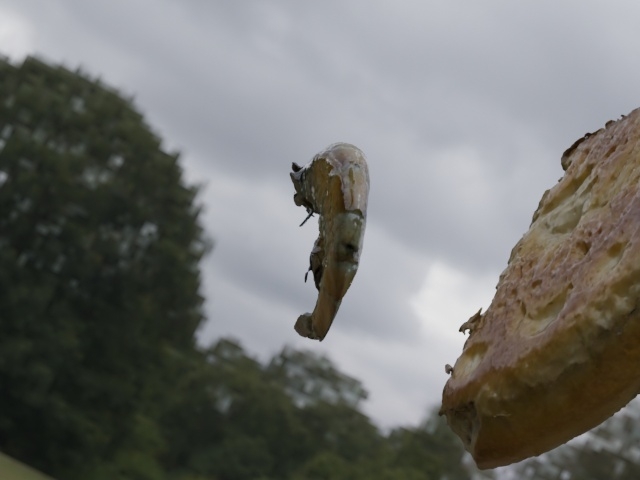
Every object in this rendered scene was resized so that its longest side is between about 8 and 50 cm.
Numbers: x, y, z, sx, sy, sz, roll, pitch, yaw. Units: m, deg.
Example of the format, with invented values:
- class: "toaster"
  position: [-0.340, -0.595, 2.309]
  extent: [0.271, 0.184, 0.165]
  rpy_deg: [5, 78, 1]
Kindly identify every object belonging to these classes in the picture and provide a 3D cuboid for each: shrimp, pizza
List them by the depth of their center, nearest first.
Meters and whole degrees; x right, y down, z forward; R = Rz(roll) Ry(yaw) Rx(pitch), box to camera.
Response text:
- class: "pizza"
  position: [0.192, -0.003, 1.057]
  extent: [0.086, 0.335, 0.226]
  rpy_deg: [35, 18, -15]
- class: "shrimp"
  position: [0.000, 0.000, 1.357]
  extent: [0.051, 0.150, 0.217]
  rpy_deg: [6, 4, -9]
